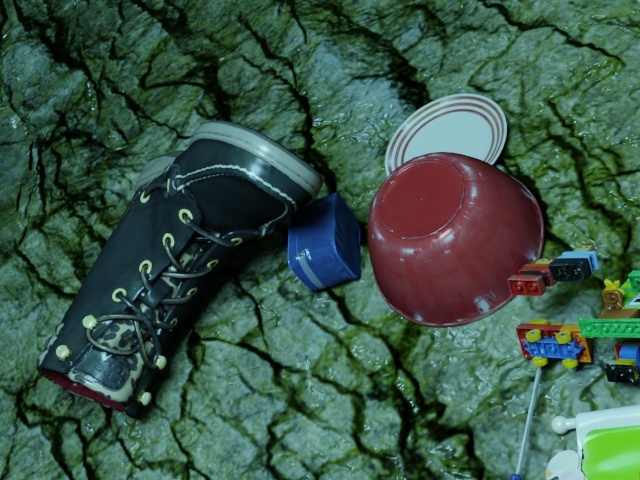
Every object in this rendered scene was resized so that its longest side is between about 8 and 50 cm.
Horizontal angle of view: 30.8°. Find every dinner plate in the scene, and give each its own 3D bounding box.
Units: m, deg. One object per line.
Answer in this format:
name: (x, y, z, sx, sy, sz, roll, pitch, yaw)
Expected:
dinner plate: (0.135, -0.099, 1.246, 0.141, 0.017, 0.141, -17, 49, 21)

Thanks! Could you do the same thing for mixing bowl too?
mixing bowl: (0.115, -0.018, 1.125, 0.181, 0.098, 0.181, -15, 55, 22)

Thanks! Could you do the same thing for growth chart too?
growth chart: (0.263, 0.225, 0.905, 0.172, 0.021, 0.237, -20, 47, 21)

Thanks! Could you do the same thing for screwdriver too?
screwdriver: (0.167, 0.186, 0.987, 0.025, 0.024, 0.170, 9, 66, 5)

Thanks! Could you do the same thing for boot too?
boot: (-0.156, 0.036, 1.194, 0.377, 0.138, 0.284, -6, 53, 61)

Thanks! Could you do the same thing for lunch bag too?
lunch bag: (0.000, 0.000, 1.222, 0.065, 0.067, 0.098, -17, 46, 21)

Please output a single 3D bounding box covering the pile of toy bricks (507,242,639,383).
pile of toy bricks: (0.271, 0.051, 0.990, 0.212, 0.118, 0.105, -1, 24, 44)
